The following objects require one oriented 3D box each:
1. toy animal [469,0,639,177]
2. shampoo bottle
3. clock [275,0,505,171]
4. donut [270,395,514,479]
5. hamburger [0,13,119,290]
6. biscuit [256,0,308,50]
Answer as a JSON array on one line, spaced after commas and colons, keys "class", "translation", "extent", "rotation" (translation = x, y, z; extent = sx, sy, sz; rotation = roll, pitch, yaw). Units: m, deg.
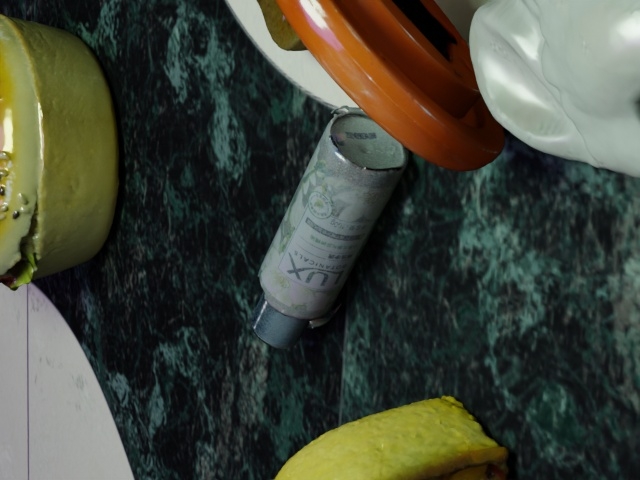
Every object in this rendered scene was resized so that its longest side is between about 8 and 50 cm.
[{"class": "toy animal", "translation": [0.120, -0.181, 0.754], "extent": [0.258, 0.194, 0.357], "rotation": [-37, 72, 48]}, {"class": "shampoo bottle", "translation": [0.000, 0.000, 1.078], "extent": [0.072, 0.072, 0.214], "rotation": [60, 142, 31]}, {"class": "clock", "translation": [0.042, -0.128, 0.874], "extent": [0.051, 0.205, 0.205], "rotation": [-40, 59, 21]}, {"class": "donut", "translation": [0.016, 0.215, 1.019], "extent": [0.259, 0.152, 0.101], "rotation": [-64, 38, 39]}, {"class": "hamburger", "translation": [-0.330, -0.087, 1.481], "extent": [0.300, 0.176, 0.300], "rotation": [14, 107, 57]}, {"class": "biscuit", "translation": [-0.070, -0.272, 1.151], "extent": [0.319, 0.047, 0.183], "rotation": [54, 140, 37]}]
